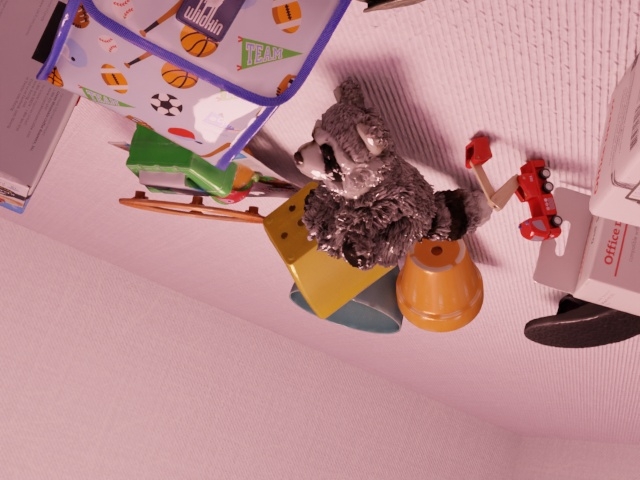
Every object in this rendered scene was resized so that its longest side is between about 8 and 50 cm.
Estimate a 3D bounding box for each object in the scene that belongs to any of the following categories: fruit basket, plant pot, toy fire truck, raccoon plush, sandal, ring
[{"bbox_3d":[-0.229,-0.138,1.854,0.327,0.165,0.353,6,162,33],"label":"fruit basket"},{"bbox_3d":[0.000,0.000,1.830,0.187,0.212,0.212,44,-169,-53],"label":"plant pot"},{"bbox_3d":[0.272,0.076,1.978,0.205,0.205,0.188,12,145,19],"label":"plant pot"},{"bbox_3d":[0.087,0.093,2.168,0.290,0.195,0.290,16,162,5],"label":"plant pot"},{"bbox_3d":[0.334,-0.087,1.496,0.135,0.192,0.047,-7,168,-15],"label":"toy fire truck"},{"bbox_3d":[0.146,-0.145,1.553,0.216,0.446,0.299,43,135,33],"label":"raccoon plush"},{"bbox_3d":[0.666,0.158,1.990,0.168,0.107,0.446,29,147,-26],"label":"sandal"},{"bbox_3d":[-0.270,-0.072,1.887,0.337,0.032,0.336,6,177,0],"label":"ring"}]

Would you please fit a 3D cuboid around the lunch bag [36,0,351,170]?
[{"bbox_3d":[-0.179,-0.311,1.205,0.328,0.238,0.385,26,145,-21],"label":"lunch bag"}]

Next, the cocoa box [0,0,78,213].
[{"bbox_3d":[-0.550,-0.259,1.503,0.231,0.347,0.228,24,161,-18],"label":"cocoa box"}]

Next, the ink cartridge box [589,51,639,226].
[{"bbox_3d":[0.447,-0.154,1.091,0.115,0.198,0.273,15,162,6],"label":"ink cartridge box"}]

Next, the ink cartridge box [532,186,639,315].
[{"bbox_3d":[0.564,0.018,1.468,0.354,0.207,0.119,15,164,7],"label":"ink cartridge box"}]

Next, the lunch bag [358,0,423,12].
[{"bbox_3d":[0.114,-0.348,0.906,0.235,0.168,0.287,-5,158,44],"label":"lunch bag"}]

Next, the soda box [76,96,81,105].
[{"bbox_3d":[-0.566,-0.310,1.782,0.083,0.092,0.263,30,159,-29],"label":"soda box"}]
